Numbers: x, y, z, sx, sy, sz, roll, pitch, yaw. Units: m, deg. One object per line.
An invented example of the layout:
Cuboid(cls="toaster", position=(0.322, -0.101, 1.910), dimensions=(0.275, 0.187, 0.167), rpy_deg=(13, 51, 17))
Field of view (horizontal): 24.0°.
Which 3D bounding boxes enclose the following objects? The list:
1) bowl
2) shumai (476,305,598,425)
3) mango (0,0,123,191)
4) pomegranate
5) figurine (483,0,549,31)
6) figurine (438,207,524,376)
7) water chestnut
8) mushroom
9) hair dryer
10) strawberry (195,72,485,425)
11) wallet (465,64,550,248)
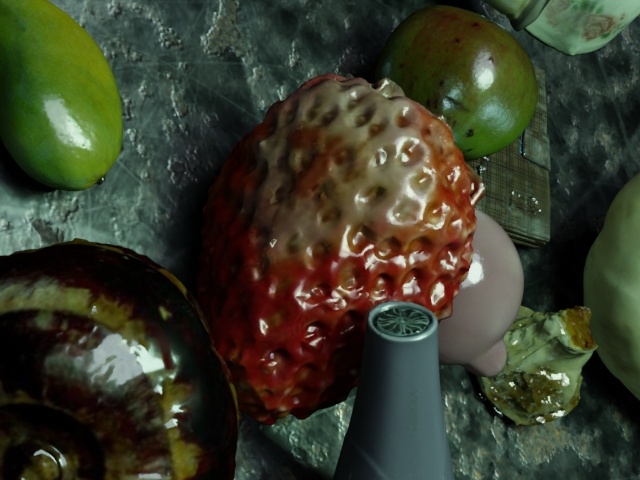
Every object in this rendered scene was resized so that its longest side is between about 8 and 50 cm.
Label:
Cuboid(cls="bowl", position=(0.332, -0.387, 1.885), dimensions=(0.277, 0.145, 0.277), rpy_deg=(18, 59, -33))
Cuboid(cls="shumai", position=(0.244, 0.124, 1.612), dimensions=(0.146, 0.116, 0.145), rpy_deg=(15, 65, -35))
Cuboid(cls="mango", position=(-0.236, -0.136, 1.346), dimensions=(0.122, 0.085, 0.191), rpy_deg=(-3, 75, -37))
Cuboid(cls="pomegranate", position=(0.131, -0.145, 1.616), dimensions=(0.180, 0.180, 0.209), rpy_deg=(31, 91, -26))
Cuboid(cls="figurine", position=(0.126, -0.400, 1.677), dimensions=(0.380, 0.203, 0.248), rpy_deg=(50, 45, -13))
Cuboid(cls="figurine", position=(0.124, 0.043, 1.515), dimensions=(0.173, 0.173, 0.173), rpy_deg=(16, 62, -34))
Cuboid(cls="water chestnut", position=(-0.194, 0.145, 1.162), dimensions=(0.300, 0.300, 0.300), rpy_deg=(16, 62, -34))
Cuboid(cls="mushroom", position=(0.483, 0.029, 1.709), dimensions=(0.353, 0.325, 0.353), rpy_deg=(6, 55, -9))
Cuboid(cls="hair dryer", position=(-0.039, 0.225, 1.300), dimensions=(0.361, 0.121, 0.301), rpy_deg=(-15, 123, -24))
Cuboid(cls="strawberry", position=(0.000, 0.000, 1.371), dimensions=(0.265, 0.149, 0.336), rpy_deg=(26, 70, 13))
Cuboid(cls="wallet", position=(0.210, -0.110, 1.732), dimensions=(0.124, 0.042, 0.230), rpy_deg=(17, 61, -30))
